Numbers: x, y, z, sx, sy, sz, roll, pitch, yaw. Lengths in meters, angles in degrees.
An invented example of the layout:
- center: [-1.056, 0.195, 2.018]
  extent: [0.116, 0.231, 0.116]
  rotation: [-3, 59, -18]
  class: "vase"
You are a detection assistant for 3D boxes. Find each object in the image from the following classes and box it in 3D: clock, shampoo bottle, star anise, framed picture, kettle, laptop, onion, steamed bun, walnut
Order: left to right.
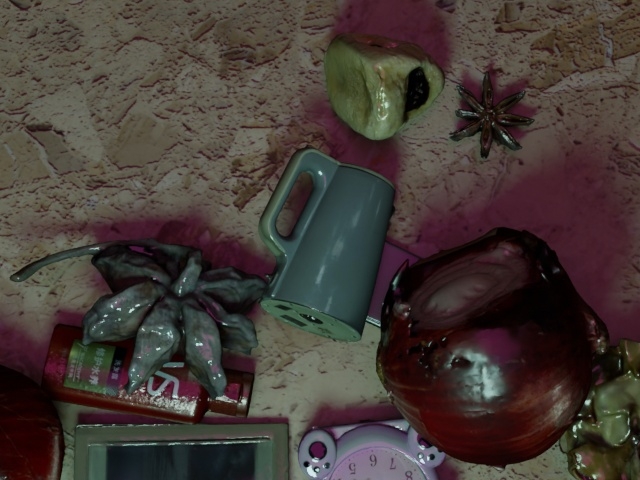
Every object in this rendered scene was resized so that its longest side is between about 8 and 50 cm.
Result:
- center: [-0.497, 0.312, 1.860]
  extent: [0.276, 0.276, 0.276]
  rotation: [0, 84, 0]
  class: "onion"
- center: [-0.259, 0.208, 1.943]
  extent: [0.314, 0.076, 0.118]
  rotation: [10, 70, 1]
  class: "shampoo bottle"
- center: [-0.235, 0.096, 1.893]
  extent: [0.360, 0.139, 0.316]
  rotation: [-16, 51, -26]
  class: "star anise"
- center: [-0.203, 0.487, 1.887]
  extent: [0.326, 0.028, 0.446]
  rotation: [-1, 72, -3]
  class: "framed picture"
- center: [0.000, 0.000, 1.915]
  extent: [0.211, 0.160, 0.243]
  rotation: [26, 73, -24]
  class: "kettle"
- center: [0.085, 0.390, 1.920]
  extent: [0.228, 0.090, 0.247]
  rotation: [-6, 86, 0]
  class: "clock"
- center: [0.108, -0.247, 1.963]
  extent: [0.155, 0.172, 0.140]
  rotation: [-16, 125, -26]
  class: "steamed bun"
- center: [0.135, 0.086, 1.986]
  extent: [0.180, 0.016, 0.129]
  rotation: [25, 85, 2]
  class: "laptop"
- center: [0.234, 0.162, 1.815]
  extent: [0.341, 0.341, 0.341]
  rotation: [0, 84, 0]
  class: "onion"
- center: [0.264, -0.188, 1.999]
  extent: [0.141, 0.042, 0.141]
  rotation: [0, 81, 1]
  class: "star anise"
- center: [0.453, 0.262, 1.907]
  extent: [0.238, 0.141, 0.204]
  rotation: [-45, 74, -2]
  class: "walnut"
